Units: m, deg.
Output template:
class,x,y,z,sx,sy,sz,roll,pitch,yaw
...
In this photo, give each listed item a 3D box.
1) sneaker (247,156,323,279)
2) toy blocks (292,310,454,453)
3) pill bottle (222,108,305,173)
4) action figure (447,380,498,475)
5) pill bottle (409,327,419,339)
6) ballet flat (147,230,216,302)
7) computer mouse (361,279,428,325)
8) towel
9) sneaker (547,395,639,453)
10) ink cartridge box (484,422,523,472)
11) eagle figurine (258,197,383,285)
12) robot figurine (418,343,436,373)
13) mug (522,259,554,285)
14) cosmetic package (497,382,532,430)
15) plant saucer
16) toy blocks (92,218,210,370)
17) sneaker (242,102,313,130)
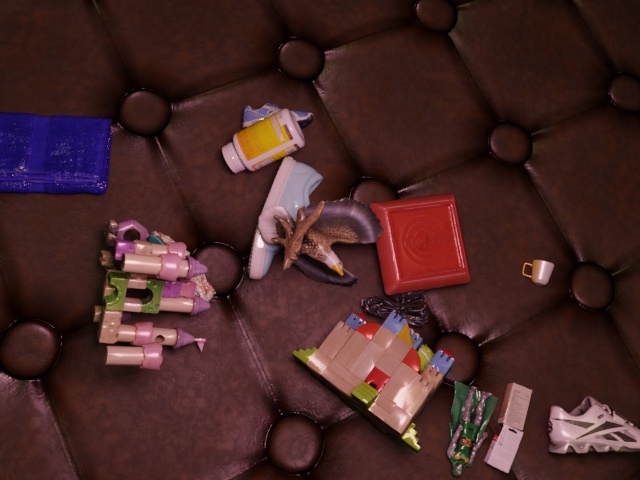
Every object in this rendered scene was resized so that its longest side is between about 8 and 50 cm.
class,x,y,z,sx,sy,sz,roll,pitch,yaw
sneaker,-0.086,-0.053,1.662,0.150,0.135,0.366,19,73,-1
toy blocks,0.159,0.307,1.561,0.381,0.191,0.261,32,70,22
pill bottle,-0.159,-0.268,1.693,0.214,0.117,0.117,-25,79,10
action figure,0.391,0.508,1.630,0.137,0.063,0.232,22,75,-7
pill bottle,0.225,0.254,1.678,0.083,0.043,0.044,21,71,-4
ballet flat,-0.363,0.073,1.614,0.077,0.091,0.241,-31,85,-48
computer mouse,0.223,0.091,1.713,0.188,0.072,0.273,14,78,-9
towel,-0.720,-0.235,1.628,0.307,0.076,0.228,1,75,-10
sneaker,0.779,0.499,1.668,0.330,0.122,0.147,2,76,-10
ink cartridge box,0.490,0.553,1.640,0.062,0.029,0.115,27,79,-3
eagle figurine,0.004,0.010,1.572,0.226,0.298,0.225,-16,81,29
robot figurine,0.257,0.326,1.650,0.115,0.067,0.101,-34,51,-16
mug,0.641,0.096,1.801,0.062,0.078,0.064,23,78,-37
cosmetic package,0.531,0.454,1.678,0.060,0.041,0.115,23,71,-2
plant saucer,0.283,0.003,1.680,0.258,0.048,0.259,-7,81,-13
toy blocks,-0.389,0.127,1.496,0.259,0.309,0.289,7,103,-29
sneaker,-0.123,-0.358,1.771,0.211,0.080,0.081,-7,77,-13
